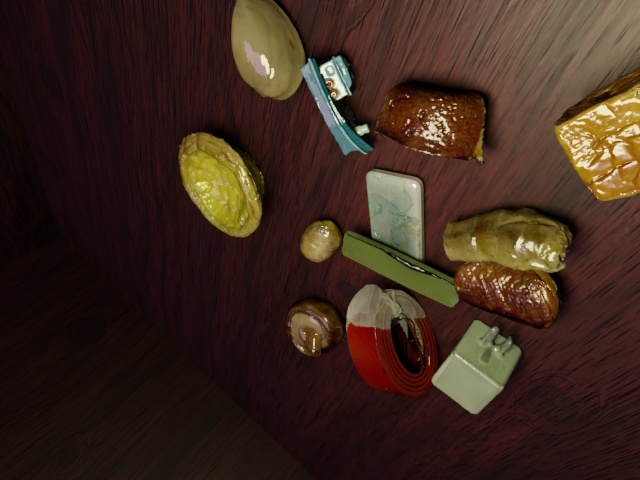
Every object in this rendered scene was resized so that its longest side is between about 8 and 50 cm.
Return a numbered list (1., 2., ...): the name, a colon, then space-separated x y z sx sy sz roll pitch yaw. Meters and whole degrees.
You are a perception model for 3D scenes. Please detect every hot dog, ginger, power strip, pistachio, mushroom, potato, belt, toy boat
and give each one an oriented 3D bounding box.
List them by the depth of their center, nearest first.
1. ginger: 0.366 -0.004 0.960 0.263 0.109 0.116 2 122 52
2. hot dog: 0.399 0.107 1.031 0.227 0.099 0.160 18 134 38
3. toy boat: 0.050 -0.294 1.047 0.098 0.109 0.238 -23 108 17
4. pistachio: -0.122 -0.429 1.070 0.238 0.153 0.138 63 -178 -15
5. power strip: 0.391 0.296 1.177 0.139 0.140 0.224 36 143 19
6. belt: 0.190 0.267 1.287 0.115 0.227 0.324 -9 117 47
7. potato: 0.000 0.000 1.368 0.107 0.080 0.170 43 139 9
8. mushroom: -0.012 0.282 1.606 0.231 0.138 0.194 -41 72 42

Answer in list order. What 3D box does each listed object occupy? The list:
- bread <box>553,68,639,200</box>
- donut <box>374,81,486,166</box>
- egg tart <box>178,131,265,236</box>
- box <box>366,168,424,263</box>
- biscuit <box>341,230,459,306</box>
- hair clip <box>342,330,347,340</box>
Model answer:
1. bread: 0.447 -0.157 0.698 0.143 0.158 0.149 54 148 -8
2. donut: 0.212 -0.223 0.908 0.186 0.144 0.126 42 130 54
3. egg tart: -0.280 -0.179 1.455 0.345 0.132 0.345 28 140 26
4. box: 0.185 -0.038 1.175 0.142 0.044 0.285 16 133 31
5. biscuit: 0.197 0.066 1.195 0.322 0.038 0.099 25 143 21
6. hair clip: 0.119 0.294 1.556 0.070 0.039 0.229 53 149 -5
